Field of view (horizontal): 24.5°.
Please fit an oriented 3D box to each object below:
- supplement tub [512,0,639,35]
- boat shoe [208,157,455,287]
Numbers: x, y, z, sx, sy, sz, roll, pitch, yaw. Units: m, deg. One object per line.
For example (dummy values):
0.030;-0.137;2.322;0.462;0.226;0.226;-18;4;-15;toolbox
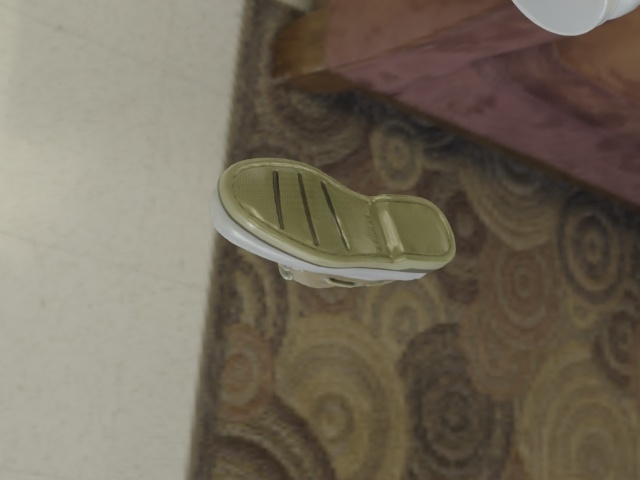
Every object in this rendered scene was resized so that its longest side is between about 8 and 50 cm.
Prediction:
0.360;-0.385;1.782;0.272;0.191;0.191;-38;111;-29;supplement tub
0.000;0.000;1.466;0.302;0.103;0.113;14;54;-41;boat shoe
